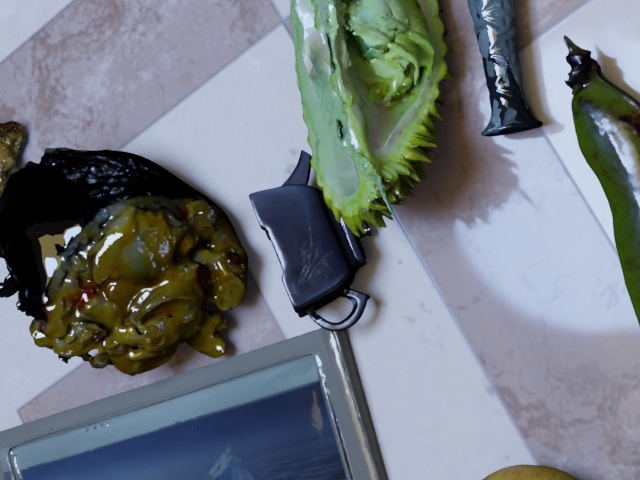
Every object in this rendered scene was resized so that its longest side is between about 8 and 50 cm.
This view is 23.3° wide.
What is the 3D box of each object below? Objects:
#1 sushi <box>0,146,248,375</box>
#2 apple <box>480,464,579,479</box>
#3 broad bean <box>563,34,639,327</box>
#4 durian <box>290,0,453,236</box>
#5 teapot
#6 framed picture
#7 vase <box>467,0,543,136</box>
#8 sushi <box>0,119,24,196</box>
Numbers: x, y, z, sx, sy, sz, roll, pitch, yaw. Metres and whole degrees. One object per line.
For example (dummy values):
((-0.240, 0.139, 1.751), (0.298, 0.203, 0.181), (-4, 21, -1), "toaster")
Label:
((-0.199, 0.028, 1.532), (0.204, 0.213, 0.200), (38, 131, 36), "sushi")
((0.179, 0.270, 1.365), (0.146, 0.146, 0.146), (1, 91, 28), "apple")
((0.282, -0.024, 1.342), (0.077, 0.061, 0.339), (-22, 80, 34), "broad bean")
((0.024, -0.173, 1.410), (0.157, 0.169, 0.355), (-14, 78, 23), "durian")
((0.000, 0.000, 1.484), (0.096, 0.087, 0.177), (-22, 80, 0), "teapot")
((-0.125, 0.298, 1.580), (0.446, 0.028, 0.326), (-20, 82, 26), "framed picture")
((0.160, -0.179, 1.403), (0.059, 0.059, 0.167), (-11, 86, 27), "vase")
((-0.357, -0.077, 1.673), (0.060, 0.061, 0.118), (36, 116, 49), "sushi")
